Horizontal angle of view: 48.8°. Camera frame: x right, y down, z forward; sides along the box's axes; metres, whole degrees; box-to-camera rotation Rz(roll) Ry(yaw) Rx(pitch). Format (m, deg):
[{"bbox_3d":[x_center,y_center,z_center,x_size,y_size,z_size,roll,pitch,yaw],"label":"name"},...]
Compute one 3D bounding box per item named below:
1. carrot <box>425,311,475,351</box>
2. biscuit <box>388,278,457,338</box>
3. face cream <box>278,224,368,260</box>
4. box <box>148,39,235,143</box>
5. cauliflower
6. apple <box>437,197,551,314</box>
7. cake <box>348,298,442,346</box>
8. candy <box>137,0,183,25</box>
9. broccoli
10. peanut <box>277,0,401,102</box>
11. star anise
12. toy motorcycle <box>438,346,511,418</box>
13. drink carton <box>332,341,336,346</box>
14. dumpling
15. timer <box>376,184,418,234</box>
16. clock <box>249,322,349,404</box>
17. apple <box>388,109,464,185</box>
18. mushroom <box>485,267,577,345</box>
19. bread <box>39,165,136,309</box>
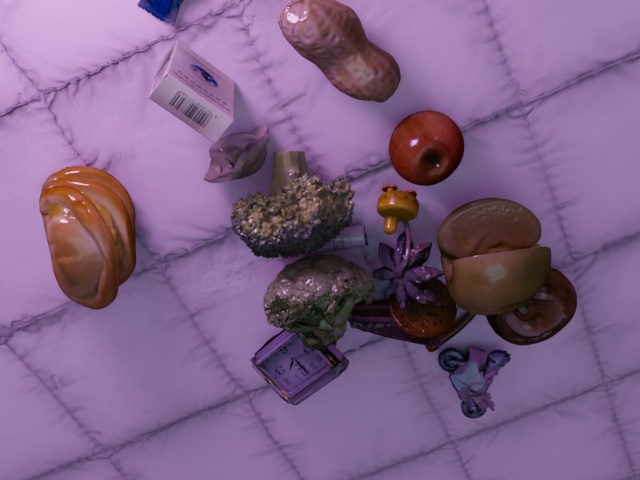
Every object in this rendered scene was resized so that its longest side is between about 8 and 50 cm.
[{"bbox_3d":[0.381,0.259,2.031,0.190,0.037,0.037,-39,117,15],"label":"carrot"},{"bbox_3d":[0.274,0.177,1.899,0.188,0.188,0.027,1,152,-7],"label":"biscuit"},{"bbox_3d":[0.000,0.000,1.833,0.244,0.058,0.092,-8,126,6],"label":"face cream"},{"bbox_3d":[-0.266,-0.319,1.497,0.164,0.256,0.069,34,111,-22],"label":"box"},{"bbox_3d":[-0.003,0.162,1.791,0.275,0.272,0.250,-6,97,15],"label":"cauliflower"},{"bbox_3d":[0.430,0.039,1.763,0.254,0.292,0.292,-8,121,-5],"label":"apple"},{"bbox_3d":[0.208,0.210,1.941,0.295,0.116,0.113,9,117,-14],"label":"cake"},{"bbox_3d":[-0.322,-0.527,1.499,0.088,0.038,0.136,31,122,-18],"label":"candy"},{"bbox_3d":[-0.055,-0.073,1.678,0.235,0.288,0.260,27,108,29],"label":"broccoli"},{"bbox_3d":[0.049,-0.415,1.547,0.149,0.149,0.313,-41,116,17],"label":"peanut"},{"bbox_3d":[0.217,0.068,1.821,0.081,0.230,0.262,-10,97,-43],"label":"star anise"},{"bbox_3d":[0.477,0.399,2.080,0.204,0.108,0.239,-25,120,9],"label":"toy motorcycle"},{"bbox_3d":[0.023,0.255,1.972,0.056,0.071,0.165,6,121,-6],"label":"drink carton"},{"bbox_3d":[-0.195,-0.195,1.653,0.199,0.136,0.118,-42,108,6],"label":"dumpling"},{"bbox_3d":[0.192,-0.075,1.773,0.107,0.109,0.107,9,161,3],"label":"timer"},{"bbox_3d":[-0.057,0.329,1.946,0.186,0.083,0.253,46,124,-4],"label":"clock"},{"bbox_3d":[0.253,-0.216,1.665,0.181,0.168,0.181,-5,119,-9],"label":"apple"},{"bbox_3d":[0.574,0.171,1.930,0.253,0.153,0.253,1,127,1],"label":"mushroom"},{"bbox_3d":[-0.532,-0.011,1.660,0.211,0.270,0.315,-14,116,-14],"label":"bread"}]
